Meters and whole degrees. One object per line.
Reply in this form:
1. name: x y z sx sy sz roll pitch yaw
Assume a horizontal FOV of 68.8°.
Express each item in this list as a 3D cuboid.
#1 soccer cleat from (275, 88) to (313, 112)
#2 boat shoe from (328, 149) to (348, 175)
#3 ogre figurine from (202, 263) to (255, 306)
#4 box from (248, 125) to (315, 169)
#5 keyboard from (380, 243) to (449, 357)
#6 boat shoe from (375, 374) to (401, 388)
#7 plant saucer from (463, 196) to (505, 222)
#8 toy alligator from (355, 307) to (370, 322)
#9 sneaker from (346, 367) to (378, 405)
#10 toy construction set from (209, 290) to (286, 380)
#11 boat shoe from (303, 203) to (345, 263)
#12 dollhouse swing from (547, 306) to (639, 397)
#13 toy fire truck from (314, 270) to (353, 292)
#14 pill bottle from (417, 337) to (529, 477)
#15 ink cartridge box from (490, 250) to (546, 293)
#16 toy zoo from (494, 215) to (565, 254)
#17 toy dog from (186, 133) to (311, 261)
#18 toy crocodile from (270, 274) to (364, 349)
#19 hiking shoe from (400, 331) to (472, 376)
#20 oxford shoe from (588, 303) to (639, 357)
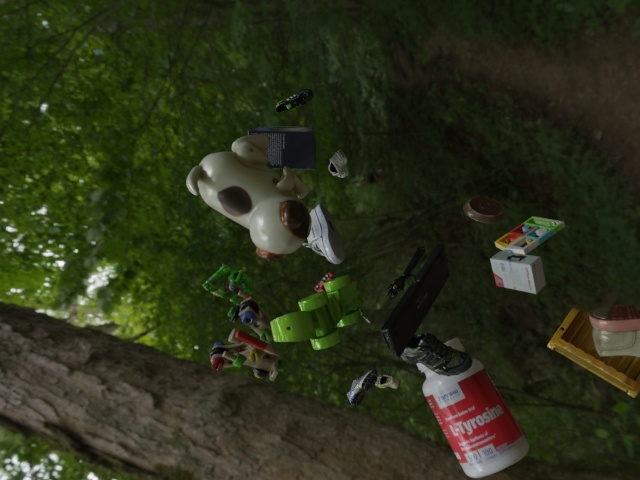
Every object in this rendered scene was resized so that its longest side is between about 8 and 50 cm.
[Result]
1. soccer cleat: -0.108 -0.570 1.929 0.060 0.179 0.072 57 -146 -28
2. boat shoe: 0.086 -0.375 2.399 0.096 0.088 0.267 55 175 7
3. ogre figurine: -0.326 0.170 1.751 0.097 0.197 0.118 110 -176 -72
4. box: -0.170 -0.432 2.156 0.296 0.294 0.182 -97 8 -73
5. keyboard: 0.235 0.120 1.161 0.317 0.033 0.201 -49 -47 -34
6. boat shoe: 0.270 0.590 1.964 0.048 0.153 0.056 38 -115 -22
7. plant saucer: 0.672 -0.132 1.908 0.168 0.169 0.029 -66 -18 -46
8. toy alligator: 0.186 0.357 2.365 0.051 0.190 0.056 -57 -35 -17
9. sneaker: 0.131 0.466 1.523 0.135 0.058 0.052 -50 -59 -5
10. toy construction set: -0.181 0.325 1.440 0.257 0.237 0.309 -63 15 -9
11. boat shoe: -0.006 -0.005 2.138 0.136 0.156 0.367 35 -154 -42
12. dollhouse swing: 1.135 0.409 1.857 0.315 0.347 0.305 -49 -34 -12
13. toy fire truck: 0.072 0.243 2.567 0.192 0.135 0.047 -50 -12 18
14. pill bottle: 0.492 0.550 1.577 0.407 0.229 0.229 63 -175 20
15. ink cartridge box: 0.755 0.121 1.785 0.072 0.175 0.127 -30 -68 -27
16. toy zoo: 0.950 -0.016 2.165 0.030 0.293 0.192 62 169 -19
17. toy dog: -0.193 -0.133 1.534 0.284 0.408 0.395 -51 -19 19
18. toy crocodile: 0.011 0.162 1.072 0.340 0.105 0.115 -24 -85 -62
19. hiking shoe: 0.334 0.331 1.391 0.114 0.227 0.086 74 -148 -42
20. oxford shoe: 0.963 0.258 1.271 0.140 0.397 0.146 -29 -68 -55
